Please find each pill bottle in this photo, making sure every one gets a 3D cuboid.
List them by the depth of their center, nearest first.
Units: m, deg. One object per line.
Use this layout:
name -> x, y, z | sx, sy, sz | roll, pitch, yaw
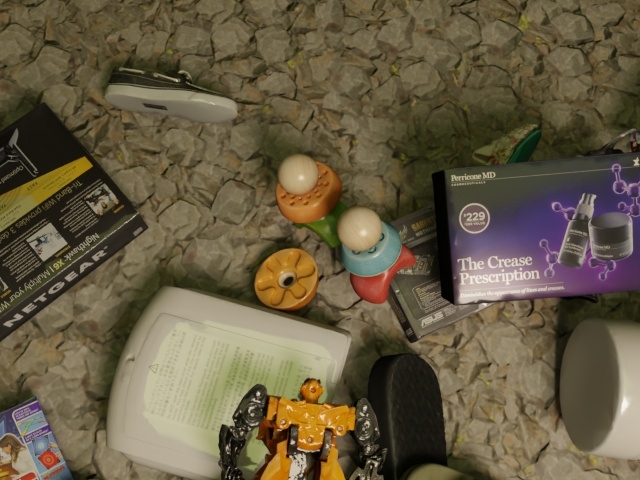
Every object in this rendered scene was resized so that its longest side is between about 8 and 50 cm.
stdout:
pill bottle -> 0.560, 0.222, 0.893 | 0.392, 0.224, 0.224 | 7, 73, -2

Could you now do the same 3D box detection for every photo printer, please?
photo printer -> -0.134, 0.210, 0.906 | 0.307, 0.107, 0.256 | 15, 73, 1

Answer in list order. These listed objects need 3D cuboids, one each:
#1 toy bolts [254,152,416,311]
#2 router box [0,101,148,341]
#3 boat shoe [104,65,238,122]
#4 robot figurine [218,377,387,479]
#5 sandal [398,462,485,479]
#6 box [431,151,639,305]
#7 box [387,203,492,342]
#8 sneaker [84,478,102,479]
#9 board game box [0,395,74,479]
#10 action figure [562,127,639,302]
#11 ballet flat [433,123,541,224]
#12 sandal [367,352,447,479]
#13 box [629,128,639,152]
toy bolts -> 0.000, 0.000, 0.906 | 0.228, 0.158, 0.218 | 25, 71, 32
router box -> -0.460, -0.023, 0.966 | 0.309, 0.081, 0.243 | -39, 80, -14
boat shoe -> -0.240, -0.246, 1.050 | 0.219, 0.078, 0.070 | 9, 74, 0
robot figurine -> -0.032, 0.314, 0.778 | 0.211, 0.085, 0.291 | 12, 73, -13
sandal -> 0.215, 0.361, 0.838 | 0.303, 0.086, 0.120 | 20, 58, -27
box -> 0.295, -0.016, 0.874 | 0.261, 0.103, 0.184 | -5, 90, 1
box -> 0.206, 0.031, 1.010 | 0.231, 0.056, 0.183 | -24, 75, -10
sneaker -> -0.317, 0.447, 0.816 | 0.099, 0.121, 0.262 | -4, 74, -5
board game box -> -0.453, 0.316, 0.855 | 0.201, 0.035, 0.136 | -22, 76, -31
action figure -> 0.415, -0.050, 0.999 | 0.141, 0.164, 0.276 | 14, 79, -5
ballet flat -> 0.253, -0.097, 0.982 | 0.077, 0.091, 0.241 | 27, 69, 23
sandal -> 0.099, 0.379, 0.870 | 0.167, 0.107, 0.446 | 29, 53, -36
box -> 0.633, -0.160, 1.006 | 0.233, 0.159, 0.044 | 6, 73, -24
